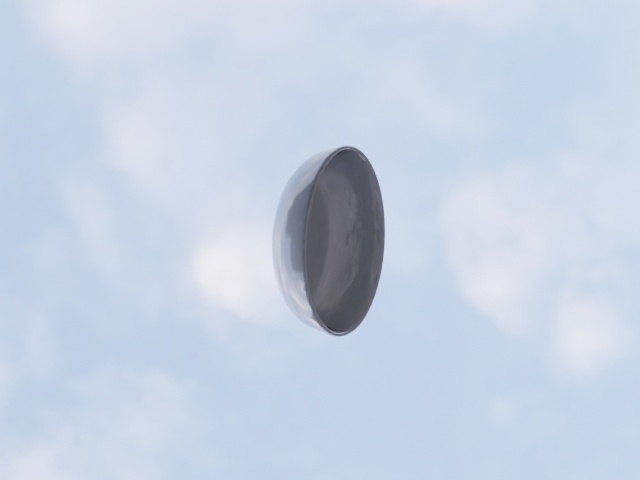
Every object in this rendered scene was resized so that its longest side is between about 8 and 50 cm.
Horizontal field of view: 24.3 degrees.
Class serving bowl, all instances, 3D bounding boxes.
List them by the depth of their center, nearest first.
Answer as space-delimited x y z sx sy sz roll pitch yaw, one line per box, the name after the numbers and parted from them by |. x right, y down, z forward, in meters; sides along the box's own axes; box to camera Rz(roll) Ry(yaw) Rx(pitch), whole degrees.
0.000 0.000 0.652 0.083 0.027 0.083 -9 -80 -64 | serving bowl
